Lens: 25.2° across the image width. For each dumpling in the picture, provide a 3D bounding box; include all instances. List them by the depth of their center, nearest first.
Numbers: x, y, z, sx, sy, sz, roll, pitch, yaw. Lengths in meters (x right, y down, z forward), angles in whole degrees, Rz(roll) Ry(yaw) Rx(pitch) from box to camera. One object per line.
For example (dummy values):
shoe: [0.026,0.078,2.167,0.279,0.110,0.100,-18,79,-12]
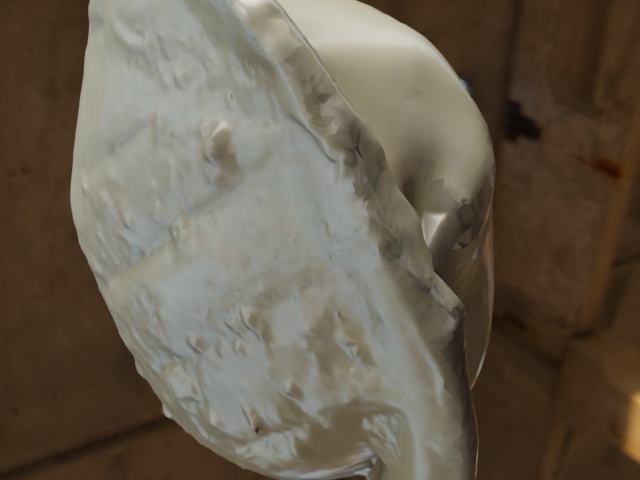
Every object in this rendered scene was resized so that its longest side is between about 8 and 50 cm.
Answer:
dumpling: [0.000,0.001,0.388,0.092,0.150,0.176,-11,-61,-36]
